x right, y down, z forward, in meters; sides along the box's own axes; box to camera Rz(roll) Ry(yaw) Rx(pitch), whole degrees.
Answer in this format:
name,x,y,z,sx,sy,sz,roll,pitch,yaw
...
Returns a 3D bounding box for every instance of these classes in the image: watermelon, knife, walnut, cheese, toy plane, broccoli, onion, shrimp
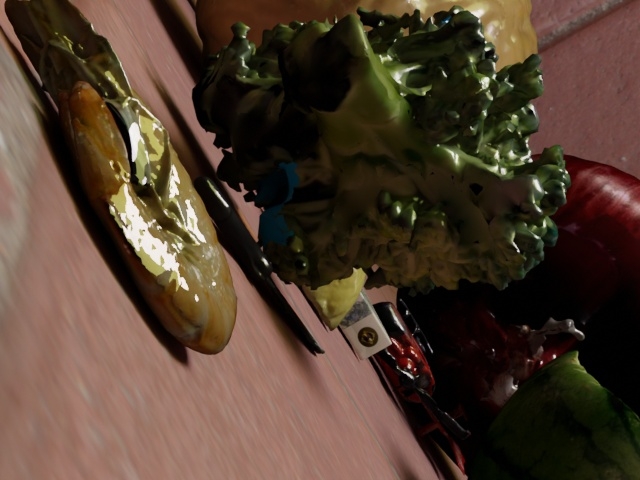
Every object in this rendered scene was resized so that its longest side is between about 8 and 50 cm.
name,x,y,z,sx,sy,sz,roll,pitch,yaw
watermelon,0.143,0.167,0.853,0.204,0.127,0.232,61,-3,-8
knife,-0.021,0.017,0.685,0.023,0.010,0.170,61,2,29
walnut,0.029,-0.132,1.037,0.225,0.225,0.261,60,9,-4
cheese,0.001,-0.001,0.892,0.060,0.041,0.084,55,7,-41
toy plane,0.061,0.091,1.083,0.145,0.037,0.060,58,8,-21
broccoli,0.021,-0.047,0.703,0.167,0.154,0.160,65,12,26
onion,0.161,0.078,1.154,0.285,0.273,0.273,-23,82,-58
shrimp,-0.052,-0.018,0.422,0.108,0.023,0.059,60,12,-5

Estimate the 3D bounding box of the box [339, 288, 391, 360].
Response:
name,x,y,z,sx,sy,sz,roll,pitch,yaw
box,0.010,0.025,0.974,0.083,0.024,0.054,58,5,-38
